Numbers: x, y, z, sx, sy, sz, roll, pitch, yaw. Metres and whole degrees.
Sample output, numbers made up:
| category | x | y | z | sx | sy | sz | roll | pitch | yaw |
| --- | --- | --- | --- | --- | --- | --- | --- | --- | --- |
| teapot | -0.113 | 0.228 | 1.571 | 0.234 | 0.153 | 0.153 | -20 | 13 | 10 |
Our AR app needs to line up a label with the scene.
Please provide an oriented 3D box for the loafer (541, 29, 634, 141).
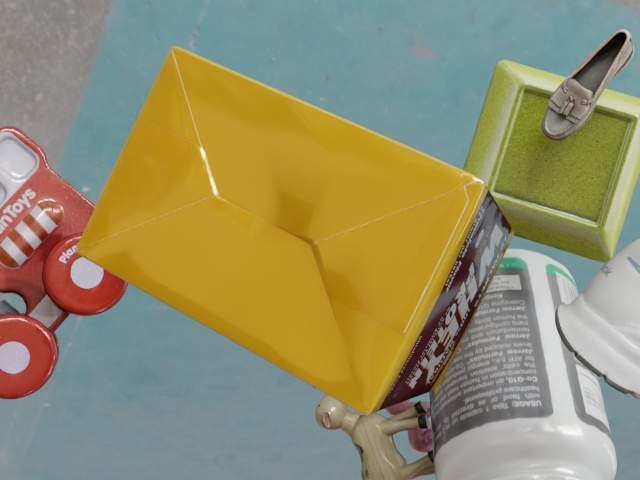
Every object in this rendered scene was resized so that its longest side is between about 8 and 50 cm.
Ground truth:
| category | x | y | z | sx | sy | sz | roll | pitch | yaw |
| --- | --- | --- | --- | --- | --- | --- | --- | --- | --- |
| loafer | 0.262 | -0.156 | 0.822 | 0.125 | 0.045 | 0.039 | -52 | 160 | 3 |

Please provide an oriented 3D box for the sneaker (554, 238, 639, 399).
| category | x | y | z | sx | sy | sz | roll | pitch | yaw |
| --- | --- | --- | --- | --- | --- | --- | --- | --- | --- |
| sneaker | 0.341 | 0.111 | 0.668 | 0.129 | 0.297 | 0.111 | -58 | 165 | 17 |

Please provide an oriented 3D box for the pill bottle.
| category | x | y | z | sx | sy | sz | roll | pitch | yaw |
| --- | --- | --- | --- | --- | --- | --- | --- | --- | --- |
| pill bottle | 0.233 | 0.204 | 0.991 | 0.204 | 0.361 | 0.204 | 2 | 138 | 1 |

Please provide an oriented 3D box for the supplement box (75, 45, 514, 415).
| category | x | y | z | sx | sy | sz | roll | pitch | yaw |
| --- | --- | --- | --- | --- | --- | --- | --- | --- | --- |
| supplement box | 0.000 | 0.000 | 0.517 | 0.129 | 0.191 | 0.194 | -64 | 162 | 2 |

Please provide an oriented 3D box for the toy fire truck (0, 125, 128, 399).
| category | x | y | z | sx | sy | sz | roll | pitch | yaw |
| --- | --- | --- | --- | --- | --- | --- | --- | --- | --- |
| toy fire truck | -0.393 | 0.044 | 1.016 | 0.254 | 0.169 | 0.302 | 42 | 76 | -9 |

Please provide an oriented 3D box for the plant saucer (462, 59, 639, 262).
| category | x | y | z | sx | sy | sz | roll | pitch | yaw |
| --- | --- | --- | --- | --- | --- | --- | --- | --- | --- |
| plant saucer | 0.261 | -0.090 | 0.912 | 0.189 | 0.045 | 0.188 | 17 | 91 | 4 |

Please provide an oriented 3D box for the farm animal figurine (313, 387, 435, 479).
| category | x | y | z | sx | sy | sz | roll | pitch | yaw |
| --- | --- | --- | --- | --- | --- | --- | --- | --- | --- |
| farm animal figurine | 0.051 | 0.181 | 1.213 | 0.172 | 0.330 | 0.326 | -21 | 117 | 13 |
